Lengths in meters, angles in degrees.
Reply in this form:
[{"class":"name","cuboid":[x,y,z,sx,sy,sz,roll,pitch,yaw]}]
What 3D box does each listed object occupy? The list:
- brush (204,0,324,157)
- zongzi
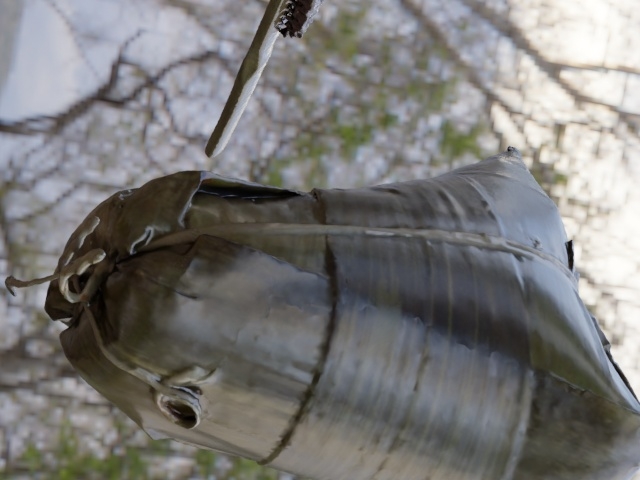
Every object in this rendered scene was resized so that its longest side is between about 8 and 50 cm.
[{"class":"brush","cuboid":[-0.033,-0.143,1.184,0.043,0.036,0.248,-55,177,-44]},{"class":"zongzi","cuboid":[0.000,0.000,0.683,0.111,0.247,0.241,-57,-157,31]}]
